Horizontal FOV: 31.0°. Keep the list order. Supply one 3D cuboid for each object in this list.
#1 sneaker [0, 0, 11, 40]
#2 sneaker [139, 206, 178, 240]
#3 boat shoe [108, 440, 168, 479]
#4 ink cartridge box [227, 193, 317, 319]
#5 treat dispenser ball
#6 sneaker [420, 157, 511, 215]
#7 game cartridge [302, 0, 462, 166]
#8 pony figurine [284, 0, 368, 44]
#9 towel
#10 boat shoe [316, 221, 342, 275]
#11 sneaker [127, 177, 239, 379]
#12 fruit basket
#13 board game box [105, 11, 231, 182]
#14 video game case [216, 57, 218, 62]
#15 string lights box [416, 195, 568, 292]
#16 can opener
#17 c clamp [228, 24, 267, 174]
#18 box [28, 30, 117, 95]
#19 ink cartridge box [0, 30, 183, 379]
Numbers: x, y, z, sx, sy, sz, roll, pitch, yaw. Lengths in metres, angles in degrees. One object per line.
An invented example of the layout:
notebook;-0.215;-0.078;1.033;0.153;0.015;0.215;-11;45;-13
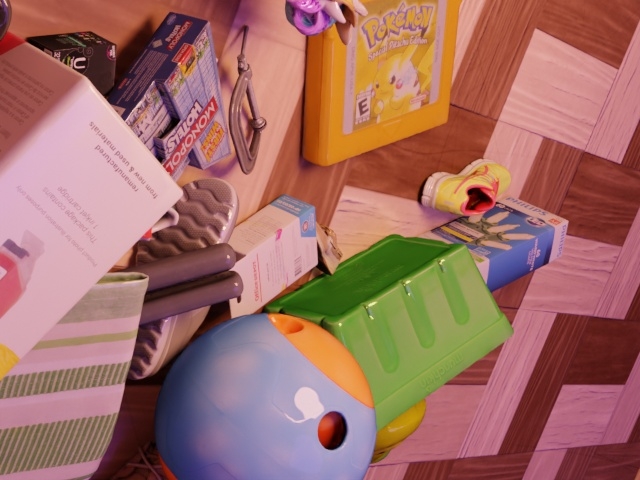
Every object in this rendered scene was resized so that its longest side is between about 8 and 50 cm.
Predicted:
sneaker;-0.402;-0.276;1.035;0.098;0.135;0.276;-47;119;1
sneaker;-0.242;-0.027;1.387;0.161;0.075;0.057;-14;123;-44
boat shoe;-0.228;0.327;1.602;0.341;0.121;0.110;-23;125;-52
ink cartridge box;-0.085;0.026;1.600;0.181;0.061;0.104;-36;137;-38
treat dispenser ball;-0.070;0.238;1.497;0.288;0.288;0.288;-27;131;-36
sneaker;0.262;-0.077;1.924;0.208;0.094;0.082;-19;125;-43
game cartridge;0.096;-0.290;1.635;0.285;0.052;0.324;-23;130;-39
pony figurine;-0.048;-0.394;1.263;0.351;0.302;0.364;-16;109;-53
towel;-0.344;0.175;1.334;0.247;0.038;0.325;-3;127;-29
boat shoe;0.000;0.000;1.711;0.045;0.050;0.135;-52;152;-17
sneaker;-0.183;0.045;1.506;0.281;0.105;0.115;-61;159;9
fruit basket;0.097;0.213;1.802;0.392;0.283;0.392;-7;101;-41
board game box;-0.176;-0.130;1.363;0.194;0.060;0.194;-60;153;-25
video game case;-0.183;-0.190;1.408;0.122;0.011;0.087;-60;143;-3
string lights box;0.293;0.011;1.981;0.259;0.133;0.077;-23;128;-40
can opener;-0.231;0.078;1.377;0.283;0.095;0.076;-16;108;-6
c clamp;-0.091;-0.169;1.480;0.161;0.022;0.137;81;16;-50
box;-0.273;-0.191;1.268;0.083;0.052;0.062;-16;126;-44
ink cartridge box;-0.362;0.000;1.067;0.385;0.279;0.160;-46;132;-10
